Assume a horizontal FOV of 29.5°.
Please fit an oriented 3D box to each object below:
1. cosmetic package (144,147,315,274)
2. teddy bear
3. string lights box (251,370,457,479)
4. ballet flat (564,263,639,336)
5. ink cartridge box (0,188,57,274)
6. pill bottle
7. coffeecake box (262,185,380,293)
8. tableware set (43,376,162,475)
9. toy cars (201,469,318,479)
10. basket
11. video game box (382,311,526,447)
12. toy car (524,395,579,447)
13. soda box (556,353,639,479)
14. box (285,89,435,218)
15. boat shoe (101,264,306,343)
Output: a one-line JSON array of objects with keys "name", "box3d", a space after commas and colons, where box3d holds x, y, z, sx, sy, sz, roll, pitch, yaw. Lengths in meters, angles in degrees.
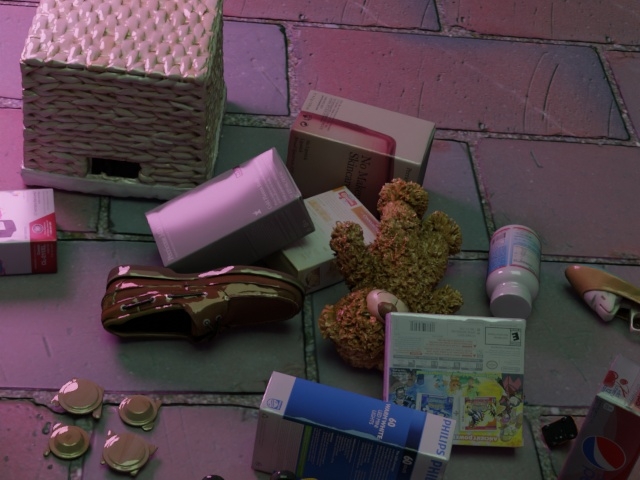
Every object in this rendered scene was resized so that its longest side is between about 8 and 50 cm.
[{"name": "cosmetic package", "box3d": [-0.143, -0.029, 1.913, 0.238, 0.107, 0.127, -27, 53, -3]}, {"name": "teddy bear", "box3d": [0.126, 0.047, 1.894, 0.338, 0.113, 0.245, -40, 105, -44]}, {"name": "string lights box", "box3d": [0.043, 0.280, 1.660, 0.259, 0.133, 0.077, 15, 42, 5]}, {"name": "ballet flat", "box3d": [0.499, 0.108, 1.971, 0.232, 0.080, 0.073, 22, 59, 15]}, {"name": "ink cartridge box", "box3d": [-0.507, -0.012, 1.916, 0.175, 0.072, 0.127, -3, 45, -14]}, {"name": "pill bottle", "box3d": [0.315, 0.055, 1.982, 0.087, 0.087, 0.160, 12, 43, 3]}, {"name": "coffeecake box", "box3d": [0.000, 0.000, 1.997, 0.185, 0.068, 0.142, -20, 50, -28]}, {"name": "tableware set", "box3d": [-0.304, 0.260, 1.704, 0.168, 0.020, 0.141, 12, 44, 3]}, {"name": "toy cars", "box3d": [-0.161, 0.419, 1.519, 0.176, 0.087, 0.393, 33, 51, 30]}, {"name": "basket", "box3d": [-0.329, -0.275, 2.090, 0.328, 0.266, 0.331, 6, 41, -2]}, {"name": "video game box", "box3d": [0.193, 0.202, 1.760, 0.205, 0.048, 0.187, 4, 81, -6]}, {"name": "toy car", "box3d": [0.339, 0.253, 1.802, 0.040, 0.060, 0.122, 10, 38, -50]}, {"name": "soda box", "box3d": [0.383, 0.279, 1.626, 0.083, 0.263, 0.092, 26, 46, 16]}, {"name": "box", "box3d": [0.066, -0.142, 2.102, 0.232, 0.149, 0.127, 16, 44, 7]}, {"name": "boat shoe", "box3d": [-0.176, 0.109, 1.834, 0.307, 0.111, 0.104, -1, 47, 3]}]
